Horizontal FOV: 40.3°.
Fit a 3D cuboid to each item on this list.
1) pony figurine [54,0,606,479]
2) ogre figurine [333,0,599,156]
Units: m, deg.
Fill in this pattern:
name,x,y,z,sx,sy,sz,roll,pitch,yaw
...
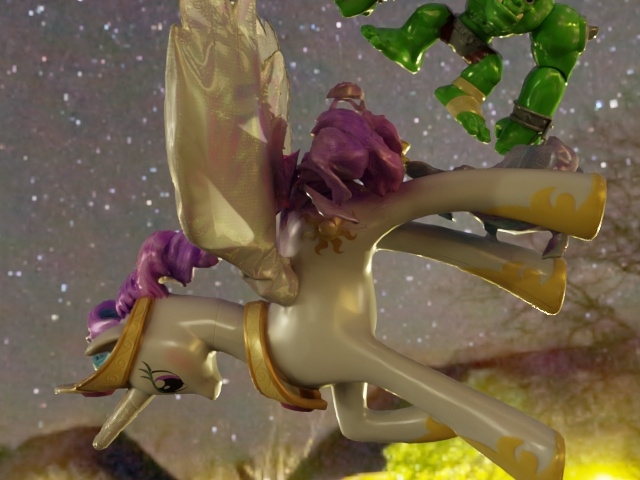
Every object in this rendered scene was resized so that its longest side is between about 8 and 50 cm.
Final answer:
name,x,y,z,sx,sy,sz,roll,pitch,yaw
pony figurine,0.000,0.000,0.620,0.363,0.351,0.303,8,5,5
ogre figurine,0.114,-0.159,0.648,0.118,0.197,0.097,-48,-9,18
